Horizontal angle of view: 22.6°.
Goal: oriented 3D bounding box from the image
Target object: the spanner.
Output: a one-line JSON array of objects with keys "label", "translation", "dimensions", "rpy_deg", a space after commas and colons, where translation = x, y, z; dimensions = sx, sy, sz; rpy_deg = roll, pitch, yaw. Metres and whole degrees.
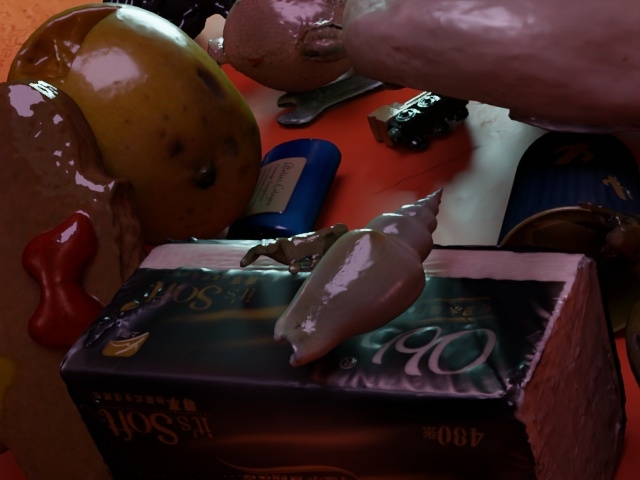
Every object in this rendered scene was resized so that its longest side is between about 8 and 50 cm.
[{"label": "spanner", "translation": [0.092, -0.188, 1.732], "dimensions": [0.302, 0.017, 0.071], "rpy_deg": [-20, 35, -1]}]

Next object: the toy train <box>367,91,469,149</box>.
[{"label": "toy train", "translation": [0.104, -0.131, 1.630], "dimensions": [0.103, 0.044, 0.064], "rpy_deg": [-32, 26, -18]}]

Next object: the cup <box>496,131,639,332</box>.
[{"label": "cup", "translation": [0.234, -0.007, 1.343], "dimensions": [0.176, 0.131, 0.155], "rpy_deg": [16, 35, -2]}]

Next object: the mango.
[{"label": "mango", "translation": [-0.182, -0.102, 1.526], "dimensions": [0.182, 0.253, 0.365], "rpy_deg": [-49, 9, -10]}]

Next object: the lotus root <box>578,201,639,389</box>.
[{"label": "lotus root", "translation": [0.286, 0.071, 1.101], "dimensions": [0.154, 0.154, 0.278], "rpy_deg": [-31, 76, -16]}]

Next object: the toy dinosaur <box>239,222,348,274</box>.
[{"label": "toy dinosaur", "translation": [-0.001, 0.000, 1.176], "dimensions": [0.120, 0.029, 0.060], "rpy_deg": [-17, 12, -8]}]

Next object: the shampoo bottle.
[{"label": "shampoo bottle", "translation": [-0.040, -0.028, 1.548], "dimensions": [0.087, 0.050, 0.183], "rpy_deg": [-8, 36, 24]}]

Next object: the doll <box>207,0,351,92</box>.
[{"label": "doll", "translation": [0.015, -0.278, 1.768], "dimensions": [0.201, 0.156, 0.303], "rpy_deg": [2, 30, 40]}]

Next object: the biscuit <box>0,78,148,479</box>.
[{"label": "biscuit", "translation": [-0.328, 0.062, 1.334], "dimensions": [0.394, 0.368, 0.076], "rpy_deg": [-10, -5, 14]}]

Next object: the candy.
[{"label": "candy", "translation": [0.211, -0.196, 1.433], "dimensions": [0.386, 0.186, 0.427], "rpy_deg": [15, 20, 34]}]

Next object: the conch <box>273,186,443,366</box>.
[{"label": "conch", "translation": [0.025, 0.019, 1.090], "dimensions": [0.088, 0.065, 0.180], "rpy_deg": [19, 52, 41]}]

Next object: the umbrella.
[{"label": "umbrella", "translation": [-0.159, -0.288, 1.919], "dimensions": [0.272, 0.122, 0.110], "rpy_deg": [-22, -9, 3]}]

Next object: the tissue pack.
[{"label": "tissue pack", "translation": [0.020, 0.117, 1.188], "dimensions": [0.370, 0.210, 0.198], "rpy_deg": [1, 42, 27]}]
